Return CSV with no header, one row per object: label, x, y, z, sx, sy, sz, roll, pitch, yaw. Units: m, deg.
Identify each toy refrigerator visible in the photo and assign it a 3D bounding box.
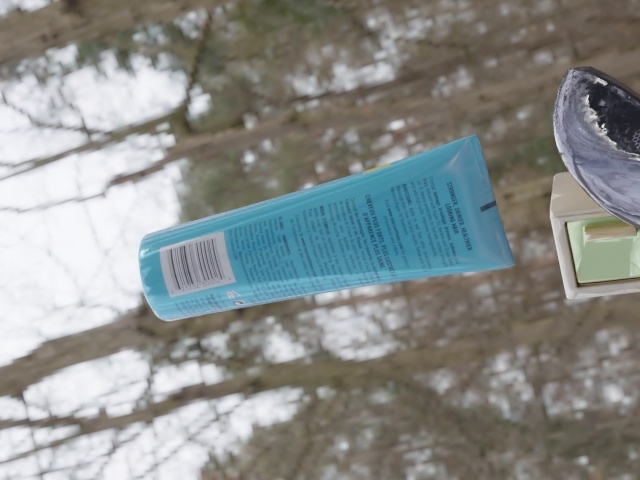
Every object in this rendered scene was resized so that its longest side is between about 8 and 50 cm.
toy refrigerator,0.366,-0.018,1.675,0.094,0.269,0.102,-71,-30,-58

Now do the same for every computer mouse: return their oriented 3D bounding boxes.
computer mouse,0.245,-0.040,1.222,0.188,0.072,0.272,43,178,-39

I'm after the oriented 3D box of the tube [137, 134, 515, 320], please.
tube,0.000,0.000,0.974,0.052,0.207,0.080,-72,-34,-58
